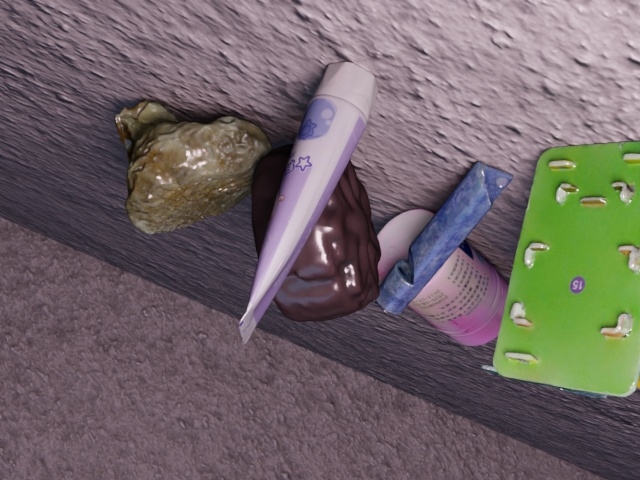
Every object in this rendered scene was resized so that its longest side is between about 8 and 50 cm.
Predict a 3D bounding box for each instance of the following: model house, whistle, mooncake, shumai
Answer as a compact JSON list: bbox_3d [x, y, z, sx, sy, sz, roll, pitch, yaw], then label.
[{"bbox_3d":[0.379,0.070,1.255,0.324,0.300,0.340,23,167,-36],"label":"model house"},{"bbox_3d":[0.177,-0.002,1.412,0.062,0.062,0.304,26,129,-11],"label":"whistle"},{"bbox_3d":[0.005,-0.017,1.448,0.141,0.283,0.283,-11,152,18],"label":"mooncake"},{"bbox_3d":[-0.217,-0.152,1.522,0.261,0.221,0.225,-24,163,23],"label":"shumai"}]

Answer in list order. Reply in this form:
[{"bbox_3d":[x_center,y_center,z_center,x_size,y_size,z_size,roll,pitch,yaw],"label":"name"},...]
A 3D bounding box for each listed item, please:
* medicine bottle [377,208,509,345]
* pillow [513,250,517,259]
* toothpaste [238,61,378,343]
[{"bbox_3d":[0.215,0.069,1.642,0.152,0.152,0.254,6,157,43],"label":"medicine bottle"},{"bbox_3d":[0.436,0.064,1.495,0.270,0.067,0.173,25,169,-9],"label":"pillow"},{"bbox_3d":[-0.022,-0.049,1.184,0.080,0.371,0.125,20,164,4],"label":"toothpaste"}]
